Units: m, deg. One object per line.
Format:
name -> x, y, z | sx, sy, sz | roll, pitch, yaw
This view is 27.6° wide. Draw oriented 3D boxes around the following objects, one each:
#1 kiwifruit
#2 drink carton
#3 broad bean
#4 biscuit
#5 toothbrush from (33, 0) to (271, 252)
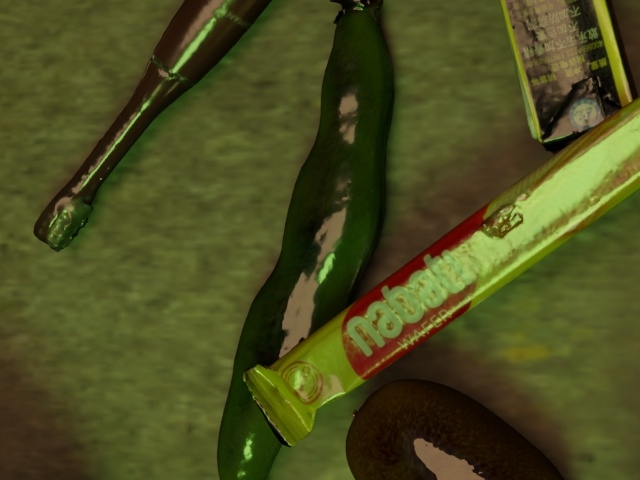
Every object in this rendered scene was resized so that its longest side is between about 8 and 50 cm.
kiwifruit -> 0.068, 0.118, 0.636 | 0.124, 0.075, 0.075 | 33, 96, 15
drink carton -> 0.113, -0.125, 0.643 | 0.056, 0.071, 0.165 | -16, 80, 20
broad bean -> 0.001, 0.001, 0.685 | 0.060, 0.043, 0.297 | 15, 89, 31
biscuit -> 0.081, 0.003, 0.609 | 0.292, 0.026, 0.048 | -38, 90, 20
toothbrush -> -0.045, -0.139, 0.713 | 0.041, 0.041, 0.364 | 42, 98, 17
